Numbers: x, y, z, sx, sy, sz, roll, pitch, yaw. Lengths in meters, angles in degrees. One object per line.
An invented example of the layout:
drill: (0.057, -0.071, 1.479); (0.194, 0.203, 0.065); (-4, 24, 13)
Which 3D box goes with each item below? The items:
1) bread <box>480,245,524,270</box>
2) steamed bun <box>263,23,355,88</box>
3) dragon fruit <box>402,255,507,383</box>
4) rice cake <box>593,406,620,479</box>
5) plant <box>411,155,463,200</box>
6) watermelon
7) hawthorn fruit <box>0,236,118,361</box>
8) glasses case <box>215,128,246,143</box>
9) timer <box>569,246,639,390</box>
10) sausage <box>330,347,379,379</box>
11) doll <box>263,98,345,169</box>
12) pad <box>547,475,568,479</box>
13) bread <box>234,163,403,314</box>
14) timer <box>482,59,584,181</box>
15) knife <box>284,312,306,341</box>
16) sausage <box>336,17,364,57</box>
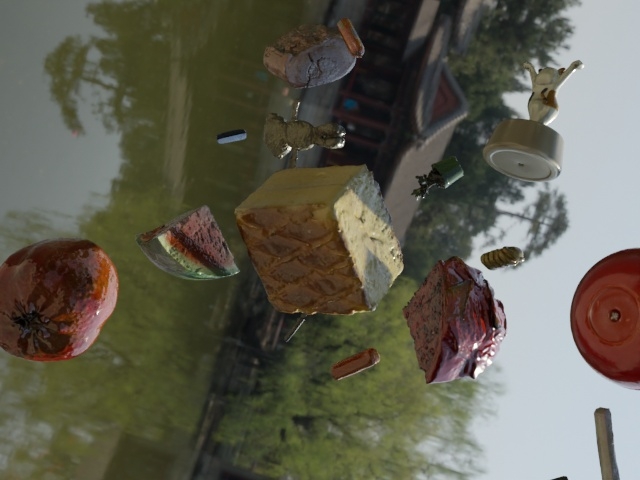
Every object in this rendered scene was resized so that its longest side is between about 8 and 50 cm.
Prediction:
bread: (0.321, 0.033, 1.416); (0.088, 0.049, 0.034); (-23, -122, 56)
steamed bun: (-0.027, -0.399, 1.699); (0.145, 0.175, 0.106); (48, -25, 47)
dragon fruit: (0.360, 0.183, 2.046); (0.240, 0.330, 0.303); (25, -72, 46)
rice cake: (0.725, 0.526, 2.023); (0.047, 0.036, 0.207); (-22, -114, 48)
plant: (0.203, -0.110, 1.430); (0.102, 0.051, 0.051); (-31, 179, -2)
watermelon: (-0.319, 0.008, 1.867); (0.260, 0.255, 0.176); (-32, 140, -49)
hawthorn fruit: (-0.587, 0.116, 1.809); (0.330, 0.286, 0.287); (-69, 177, -66)
glasses case: (-0.244, -0.286, 2.182); (0.033, 0.083, 0.023); (86, -8, -66)
timer: (0.849, 0.207, 2.117); (0.378, 0.279, 0.378); (-17, -113, 47)
sausage: (0.077, 0.270, 1.752); (0.131, 0.039, 0.041); (-32, 167, 38)
doll: (-0.050, -0.287, 2.123); (0.091, 0.203, 0.286); (-18, 171, -38)
pad: (0.431, 0.570, 1.669); (0.143, 0.211, 0.003); (-94, 163, -60)
bread: (0.000, 0.000, 1.723); (0.207, 0.278, 0.279); (-46, 127, -44)
timer: (0.487, -0.285, 1.790); (0.175, 0.175, 0.266); (109, 3, -77)
knife: (-0.035, 0.176, 1.942); (0.170, 0.010, 0.023); (-52, -148, -7)
sausage: (0.061, -0.393, 1.564); (0.031, 0.031, 0.107); (108, -29, -47)
